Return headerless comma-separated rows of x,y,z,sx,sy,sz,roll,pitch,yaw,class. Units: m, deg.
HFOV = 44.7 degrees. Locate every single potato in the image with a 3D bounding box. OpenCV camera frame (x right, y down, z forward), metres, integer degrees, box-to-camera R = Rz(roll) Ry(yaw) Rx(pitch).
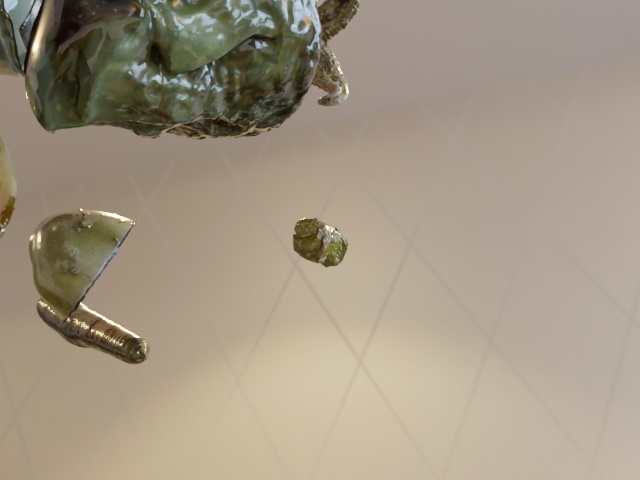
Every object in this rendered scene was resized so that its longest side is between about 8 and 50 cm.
-0.368,0.019,1.138,0.117,0.182,0.202,33,-14,-15,potato

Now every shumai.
-0.227,-0.256,0.973,0.395,0.348,0.395,19,-53,27,shumai

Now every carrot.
-0.371,0.149,1.275,0.342,0.070,0.070,15,-17,45,carrot

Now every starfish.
-0.042,-0.351,1.316,0.375,0.327,0.094,-41,-17,8,starfish

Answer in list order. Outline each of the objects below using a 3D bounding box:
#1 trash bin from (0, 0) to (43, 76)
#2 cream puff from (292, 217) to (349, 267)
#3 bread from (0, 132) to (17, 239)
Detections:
-0.668,-0.413,1.309,0.432,0.280,0.280,-3,-36,-5,trash bin
0.000,0.000,1.090,0.083,0.083,0.058,41,-62,-12,cream puff
-0.424,-0.062,0.786,0.192,0.171,0.314,-29,-24,24,bread
